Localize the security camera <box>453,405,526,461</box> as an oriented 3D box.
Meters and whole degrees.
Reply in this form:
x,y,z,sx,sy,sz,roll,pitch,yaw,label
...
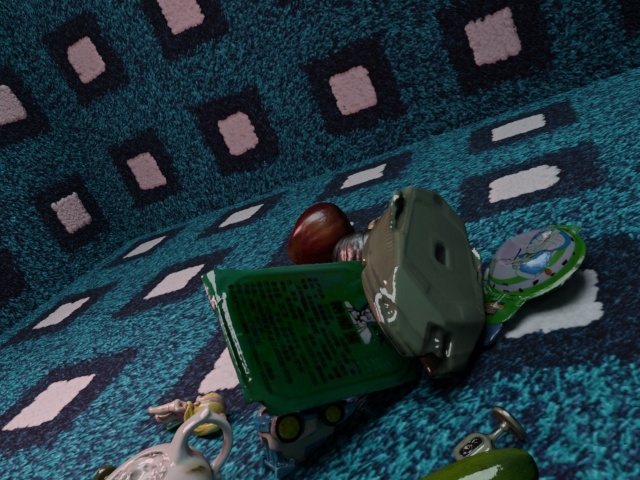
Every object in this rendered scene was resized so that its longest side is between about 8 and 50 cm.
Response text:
x,y,z,sx,sy,sz,roll,pitch,yaw,label
0.220,0.269,0.699,0.092,0.058,0.058,-37,20,-12,security camera

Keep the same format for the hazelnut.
x,y,z,sx,sy,sz,roll,pitch,yaw,label
0.000,0.000,1.519,0.208,0.208,0.208,-22,18,7,hazelnut

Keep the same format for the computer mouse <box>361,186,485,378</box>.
x,y,z,sx,sy,sz,roll,pitch,yaw,label
0.180,0.069,0.985,0.145,0.228,0.429,-41,22,36,computer mouse

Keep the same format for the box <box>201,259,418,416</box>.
x,y,z,sx,sy,sz,roll,pitch,yaw,label
-0.022,0.171,0.911,0.336,0.264,0.106,-1,-39,-35,box

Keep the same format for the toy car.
x,y,z,sx,sy,sz,roll,pitch,yaw,label
-0.025,0.312,0.855,0.161,0.098,0.126,-4,-9,-23,toy car

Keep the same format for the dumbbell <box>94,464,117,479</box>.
x,y,z,sx,sy,sz,roll,pitch,yaw,label
-0.361,0.440,0.936,0.118,0.052,0.046,-2,52,50,dumbbell

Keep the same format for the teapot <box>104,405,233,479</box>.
x,y,z,sx,sy,sz,roll,pitch,yaw,label
-0.261,0.389,0.813,0.298,0.139,0.204,-33,18,-26,teapot

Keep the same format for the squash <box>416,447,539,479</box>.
x,y,z,sx,sy,sz,roll,pitch,yaw,label
0.118,0.324,0.612,0.292,0.082,0.082,-25,18,1,squash

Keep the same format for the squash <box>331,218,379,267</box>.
x,y,z,sx,sy,sz,roll,pitch,yaw,label
0.126,0.049,1.228,0.218,0.172,0.218,-28,5,3,squash

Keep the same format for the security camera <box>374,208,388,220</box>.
x,y,z,sx,sy,sz,roll,pitch,yaw,label
0.252,-0.076,1.591,0.157,0.080,0.301,-32,17,-21,security camera

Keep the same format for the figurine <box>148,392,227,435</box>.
x,y,z,sx,sy,sz,roll,pitch,yaw,label
-0.262,0.349,1.048,0.187,0.083,0.083,-10,22,21,figurine

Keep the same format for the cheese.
x,y,z,sx,sy,sz,roll,pitch,yaw,label
0.372,0.075,0.990,0.320,0.083,0.204,-43,19,-18,cheese
